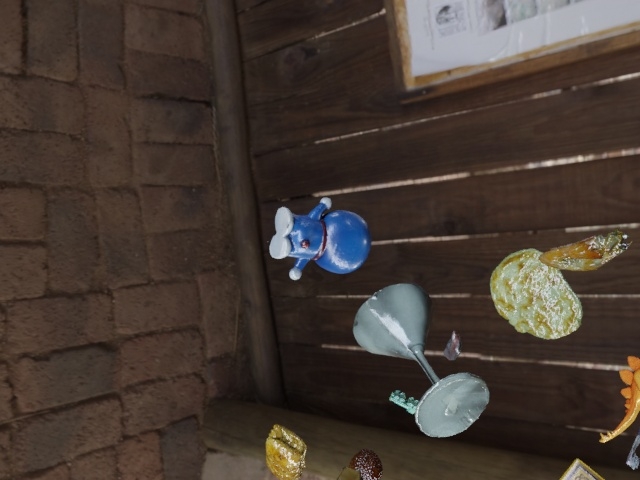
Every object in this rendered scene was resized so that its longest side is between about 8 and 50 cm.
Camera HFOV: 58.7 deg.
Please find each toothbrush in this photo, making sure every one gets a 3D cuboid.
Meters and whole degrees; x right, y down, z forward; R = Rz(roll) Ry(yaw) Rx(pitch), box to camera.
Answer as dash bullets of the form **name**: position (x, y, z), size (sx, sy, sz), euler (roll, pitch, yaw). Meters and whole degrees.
- **toothbrush**: position (0.842, 0.507, 1.493), size (0.026, 0.024, 0.288), euler (48, 39, 13)

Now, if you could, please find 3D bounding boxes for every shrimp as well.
- **shrimp**: position (0.487, 0.024, 1.055), size (0.217, 0.115, 0.051), euler (118, -29, -74)

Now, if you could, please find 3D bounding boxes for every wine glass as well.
- **wine glass**: position (0.280, 0.333, 1.595), size (0.267, 0.267, 0.406), euler (57, 1, -32)

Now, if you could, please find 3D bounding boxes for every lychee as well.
- **lychee**: position (0.157, 0.795, 1.991), size (0.123, 0.123, 0.129), euler (53, 16, -36)

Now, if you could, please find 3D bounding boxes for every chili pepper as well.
- **chili pepper**: position (0.349, 0.275, 1.481), size (0.153, 0.041, 0.050), euler (90, -13, -57)

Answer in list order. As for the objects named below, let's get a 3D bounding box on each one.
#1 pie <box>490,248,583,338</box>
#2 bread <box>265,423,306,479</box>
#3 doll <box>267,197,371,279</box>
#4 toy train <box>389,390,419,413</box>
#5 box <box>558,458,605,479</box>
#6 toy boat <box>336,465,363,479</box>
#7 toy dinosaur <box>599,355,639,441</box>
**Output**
- **pie**: position (0.561, 0.145, 1.494), size (0.090, 0.201, 0.247), euler (-15, 70, -53)
- **bread**: position (-0.093, 0.568, 1.501), size (0.083, 0.114, 0.210), euler (-46, 155, -33)
- **doll**: position (0.000, 0.000, 1.427), size (0.257, 0.161, 0.215), euler (12, 100, -24)
- **toy train**: position (0.239, 0.460, 1.623), size (0.092, 0.045, 0.029), euler (27, 39, -4)
- **box**: position (0.641, 0.664, 1.257), size (0.193, 0.301, 0.084), euler (-47, 147, -8)
- **toy boat**: position (0.041, 0.543, 1.147), size (0.206, 0.065, 0.072), euler (-51, 151, -59)
- **toy dinosaur**: position (0.604, 0.252, 1.028), size (0.071, 0.288, 0.117), euler (29, 27, -25)
